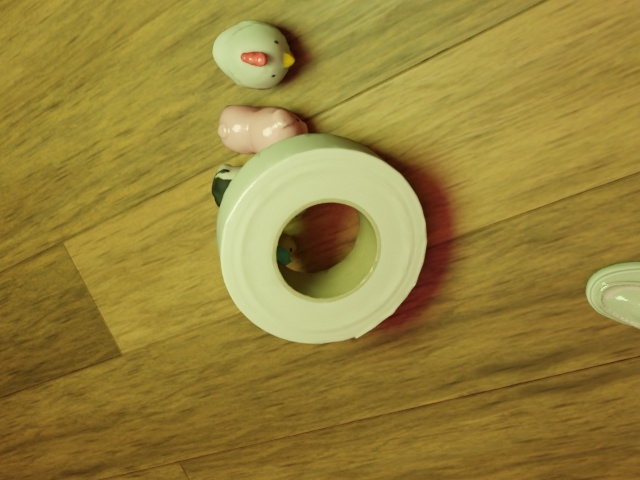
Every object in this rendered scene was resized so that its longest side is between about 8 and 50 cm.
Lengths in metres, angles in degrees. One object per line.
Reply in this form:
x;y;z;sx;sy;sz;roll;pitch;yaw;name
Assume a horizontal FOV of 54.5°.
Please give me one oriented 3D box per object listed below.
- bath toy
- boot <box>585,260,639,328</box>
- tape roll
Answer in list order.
-0.085;-0.140;0.914;0.151;0.129;0.348;-3;110;-13;bath toy
0.470;0.099;0.773;0.258;0.123;0.095;10;111;18;boot
0.000;0.000;0.867;0.286;0.100;0.286;-5;112;-12;tape roll
